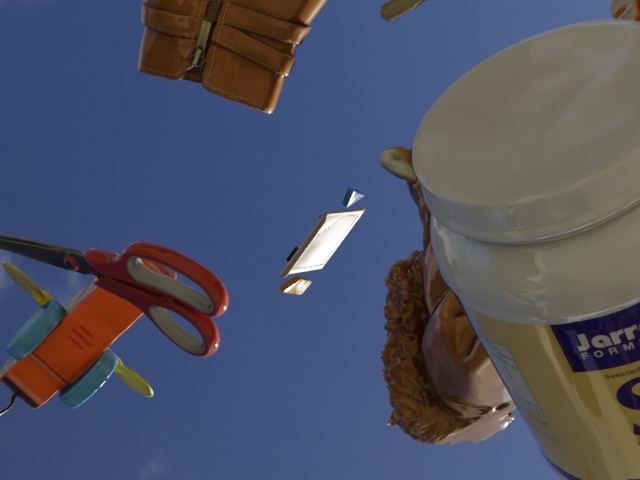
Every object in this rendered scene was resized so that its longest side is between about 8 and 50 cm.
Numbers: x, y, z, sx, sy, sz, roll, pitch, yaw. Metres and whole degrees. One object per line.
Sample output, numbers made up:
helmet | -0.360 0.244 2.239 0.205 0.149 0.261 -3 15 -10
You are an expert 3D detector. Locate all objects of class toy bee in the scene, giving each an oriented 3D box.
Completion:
toy bee | -0.282 0.106 1.308 0.298 0.162 0.195 -25 -78 -7

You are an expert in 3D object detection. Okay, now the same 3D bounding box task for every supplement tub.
supplement tub | 0.228 0.024 0.962 0.331 0.241 0.241 58 -138 -33

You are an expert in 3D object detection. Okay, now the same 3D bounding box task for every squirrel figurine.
squirrel figurine | 0.182 0.045 1.615 0.281 0.397 0.370 3 -129 -37

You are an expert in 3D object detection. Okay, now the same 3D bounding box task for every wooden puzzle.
wooden puzzle | 0.000 0.000 1.025 0.014 0.116 0.078 44 -162 16

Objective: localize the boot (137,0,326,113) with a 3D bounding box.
boot | -0.019 -0.213 1.053 0.283 0.220 0.109 15 -173 10

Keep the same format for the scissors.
scissors | -0.199 0.013 1.078 0.297 0.109 0.021 25 -129 24

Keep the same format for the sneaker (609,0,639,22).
sneaker | 0.349 -0.186 1.151 0.215 0.084 0.083 46 -127 -8

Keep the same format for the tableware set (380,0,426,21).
tableware set | 0.091 -0.202 0.762 0.194 0.039 0.128 -28 -121 -6
